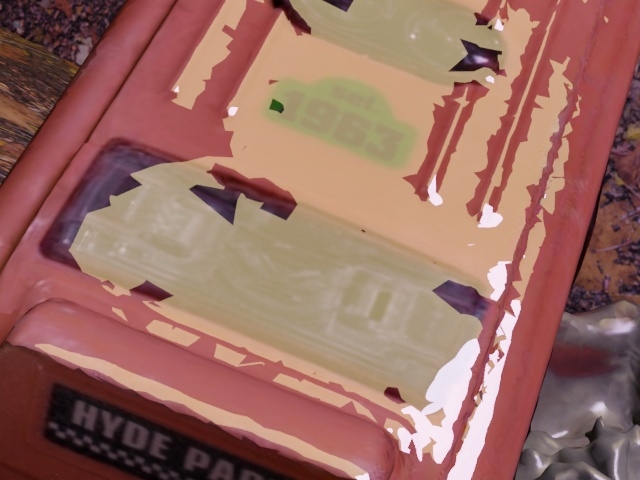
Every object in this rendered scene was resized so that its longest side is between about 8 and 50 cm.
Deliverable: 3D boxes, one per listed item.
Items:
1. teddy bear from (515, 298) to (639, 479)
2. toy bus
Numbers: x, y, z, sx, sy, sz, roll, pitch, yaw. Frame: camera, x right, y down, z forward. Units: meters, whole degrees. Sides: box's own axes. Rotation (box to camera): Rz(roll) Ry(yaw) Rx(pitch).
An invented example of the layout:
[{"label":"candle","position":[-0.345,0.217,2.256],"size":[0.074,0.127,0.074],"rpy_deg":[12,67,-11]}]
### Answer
[{"label":"teddy bear","position":[0.008,0.078,0.842],"size":[0.357,0.225,0.367],"rpy_deg":[15,2,38]},{"label":"toy bus","position":[0.000,0.000,0.622],"size":[0.203,0.233,0.427],"rpy_deg":[21,46,3]}]
